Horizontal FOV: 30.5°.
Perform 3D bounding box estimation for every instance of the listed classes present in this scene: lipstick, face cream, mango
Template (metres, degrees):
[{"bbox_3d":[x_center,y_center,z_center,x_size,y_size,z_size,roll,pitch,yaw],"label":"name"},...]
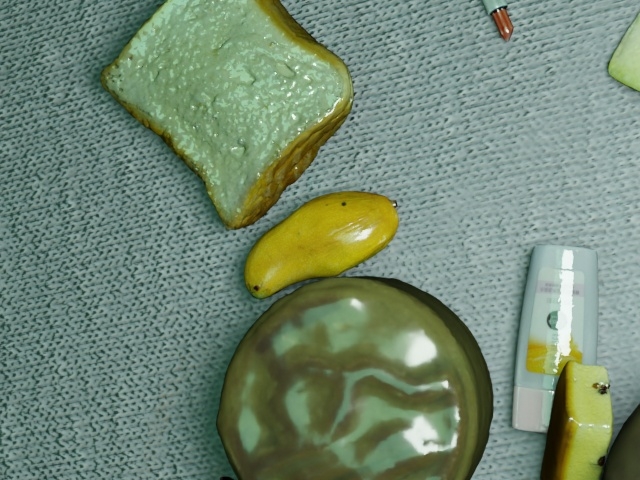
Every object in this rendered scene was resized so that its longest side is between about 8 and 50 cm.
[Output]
[{"bbox_3d":[0.185,-0.278,1.296,0.030,0.030,0.129,-23,81,11],"label":"lipstick"},{"bbox_3d":[0.249,0.105,1.238,0.084,0.057,0.198,4,86,11],"label":"face cream"},{"bbox_3d":[0.000,0.000,1.298,0.190,0.075,0.098,-25,50,13],"label":"mango"}]

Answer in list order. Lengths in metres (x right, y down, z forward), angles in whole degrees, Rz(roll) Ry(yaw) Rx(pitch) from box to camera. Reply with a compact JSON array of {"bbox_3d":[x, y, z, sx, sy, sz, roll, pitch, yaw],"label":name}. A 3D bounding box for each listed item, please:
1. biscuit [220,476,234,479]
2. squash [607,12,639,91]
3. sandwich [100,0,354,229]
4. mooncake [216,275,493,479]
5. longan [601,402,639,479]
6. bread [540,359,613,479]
[{"bbox_3d":[-0.044,0.352,1.202,0.235,0.151,0.063,43,102,-10],"label":"biscuit"},{"bbox_3d":[0.430,-0.224,1.171,0.204,0.155,0.237,37,96,12],"label":"squash"},{"bbox_3d":[-0.102,-0.173,1.331,0.226,0.087,0.251,-45,77,6],"label":"sandwich"},{"bbox_3d":[0.037,0.177,1.237,0.285,0.155,0.284,-1,86,12],"label":"mooncake"},{"bbox_3d":[0.447,0.266,1.043,0.405,0.336,0.404,-4,48,5],"label":"longan"},{"bbox_3d":[0.250,0.230,1.178,0.049,0.088,0.226,4,130,3],"label":"bread"}]
